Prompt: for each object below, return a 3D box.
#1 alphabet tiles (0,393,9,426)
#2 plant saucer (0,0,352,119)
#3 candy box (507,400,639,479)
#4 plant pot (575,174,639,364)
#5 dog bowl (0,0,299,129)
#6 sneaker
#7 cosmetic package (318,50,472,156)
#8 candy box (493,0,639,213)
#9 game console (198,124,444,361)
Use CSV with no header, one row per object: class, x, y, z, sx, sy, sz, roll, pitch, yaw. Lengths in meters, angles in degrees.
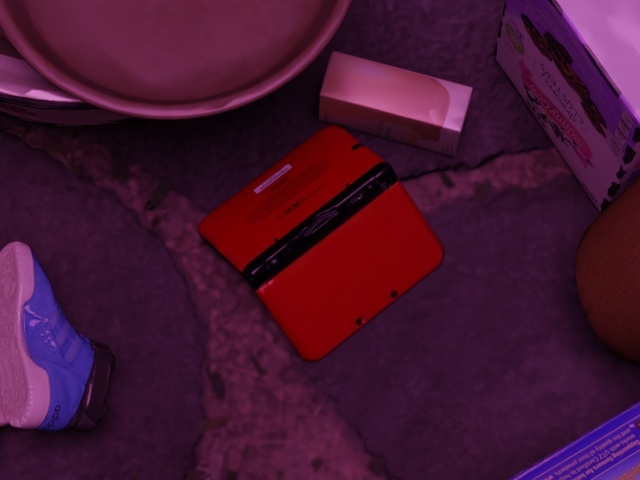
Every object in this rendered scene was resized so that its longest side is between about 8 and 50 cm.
alphabet tiles,-0.353,0.082,1.443,0.278,0.021,0.284,36,51,-8
plant saucer,-0.108,-0.212,1.453,0.278,0.041,0.277,1,71,-1
candy box,0.236,0.293,1.373,0.268,0.122,0.317,-26,72,-29
plant pot,0.314,0.001,1.426,0.237,0.254,0.237,17,64,-38
dog bowl,-0.182,-0.268,1.569,0.408,0.150,0.408,1,71,-2
sneaker,-0.200,0.075,1.500,0.085,0.058,0.152,12,50,-38
cosmetic package,0.058,-0.107,1.567,0.115,0.060,0.041,15,72,5
candy box,0.209,-0.129,1.505,0.070,0.196,0.165,-30,75,-10
game console,0.000,0.000,1.555,0.144,0.085,0.124,-38,45,-13
